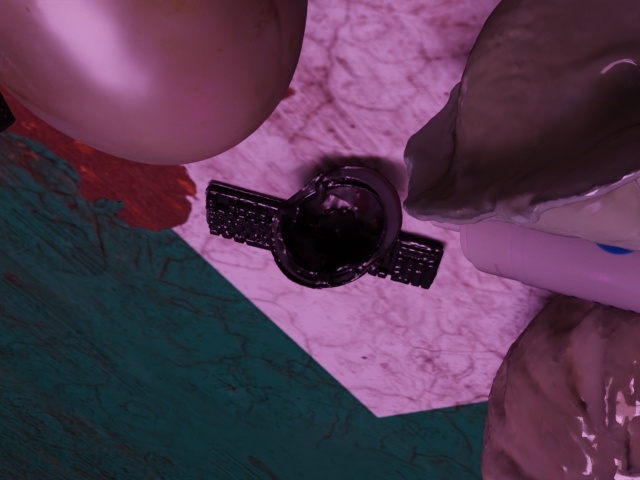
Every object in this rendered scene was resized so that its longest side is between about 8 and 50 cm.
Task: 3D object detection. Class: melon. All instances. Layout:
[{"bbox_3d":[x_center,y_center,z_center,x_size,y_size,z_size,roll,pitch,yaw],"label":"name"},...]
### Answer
[{"bbox_3d":[-0.128,-0.187,0.648,0.223,0.223,0.317,-4,141,26],"label":"melon"}]

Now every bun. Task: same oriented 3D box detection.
[{"bbox_3d":[0.294,0.194,0.905,0.360,0.211,0.359,15,121,26],"label":"bun"}]

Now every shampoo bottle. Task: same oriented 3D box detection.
[{"bbox_3d":[0.218,0.003,0.816,0.303,0.092,0.092,16,149,38],"label":"shampoo bottle"}]

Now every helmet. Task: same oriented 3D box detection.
[{"bbox_3d":[0.017,-0.009,0.933,0.123,0.098,0.070,-31,171,5],"label":"helmet"}]

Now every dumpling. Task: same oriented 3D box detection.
[{"bbox_3d":[0.201,-0.101,0.659,0.270,0.211,0.320,-3,144,-40],"label":"dumpling"}]

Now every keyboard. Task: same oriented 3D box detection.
[{"bbox_3d":[0.000,0.001,1.003,0.231,0.023,0.072,15,145,4],"label":"keyboard"}]

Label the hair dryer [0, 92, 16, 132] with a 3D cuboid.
[{"bbox_3d":[-0.279,-0.196,0.601,0.320,0.156,0.284,62,166,-13],"label":"hair dryer"}]
